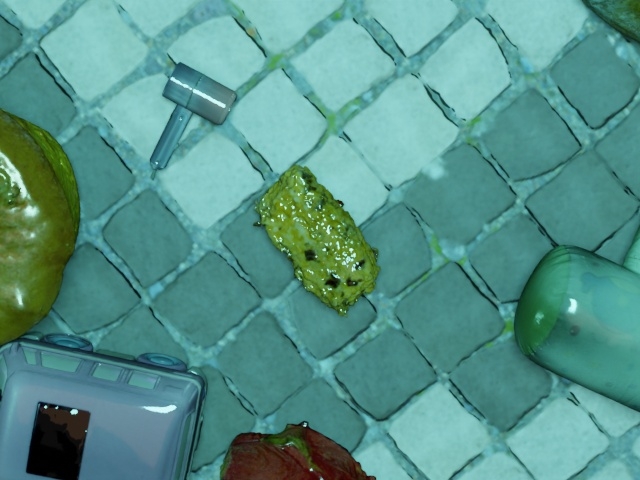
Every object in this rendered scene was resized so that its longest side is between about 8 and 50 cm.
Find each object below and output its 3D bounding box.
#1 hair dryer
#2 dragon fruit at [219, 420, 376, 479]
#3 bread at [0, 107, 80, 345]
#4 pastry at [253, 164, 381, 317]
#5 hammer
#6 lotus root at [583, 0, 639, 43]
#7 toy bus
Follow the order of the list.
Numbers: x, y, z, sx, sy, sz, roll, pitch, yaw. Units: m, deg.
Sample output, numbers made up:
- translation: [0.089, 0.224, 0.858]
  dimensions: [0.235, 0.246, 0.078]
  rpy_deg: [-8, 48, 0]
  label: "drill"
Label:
- translation: [-0.130, -0.103, 1.205]
  dimensions: [0.063, 0.037, 0.114]
  rpy_deg: [29, 106, -4]
  label: "hair dryer"
- translation: [-0.013, 0.250, 1.213]
  dimensions: [0.161, 0.127, 0.121]
  rpy_deg: [-10, 106, 4]
  label: "dragon fruit"
- translation: [-0.345, -0.022, 1.169]
  dimensions: [0.268, 0.146, 0.269]
  rpy_deg: [1, 99, 6]
  label: "bread"
- translation: [0.000, 0.000, 1.203]
  dimensions: [0.080, 0.056, 0.140]
  rpy_deg: [-42, 98, 19]
  label: "pastry"
- translation: [0.324, -0.011, 1.172]
  dimensions: [0.206, 0.119, 0.336]
  rpy_deg: [23, 93, -4]
  label: "hammer"
- translation: [0.277, -0.250, 1.140]
  dimensions: [0.192, 0.088, 0.113]
  rpy_deg: [37, 105, -4]
  label: "lotus root"
- translation: [-0.216, 0.169, 1.193]
  dimensions: [0.202, 0.142, 0.142]
  rpy_deg: [12, 100, 0]
  label: "toy bus"
